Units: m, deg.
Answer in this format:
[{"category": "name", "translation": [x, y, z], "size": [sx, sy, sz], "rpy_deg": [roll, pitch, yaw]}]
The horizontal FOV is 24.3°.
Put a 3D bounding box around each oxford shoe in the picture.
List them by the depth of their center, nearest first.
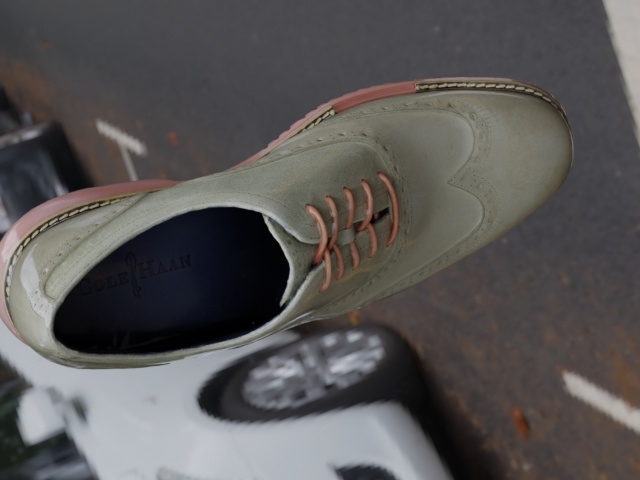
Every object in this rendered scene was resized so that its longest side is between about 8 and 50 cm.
[{"category": "oxford shoe", "translation": [0.000, 0.000, 0.928], "size": [0.146, 0.397, 0.140], "rpy_deg": [-149, 40, -68]}]
